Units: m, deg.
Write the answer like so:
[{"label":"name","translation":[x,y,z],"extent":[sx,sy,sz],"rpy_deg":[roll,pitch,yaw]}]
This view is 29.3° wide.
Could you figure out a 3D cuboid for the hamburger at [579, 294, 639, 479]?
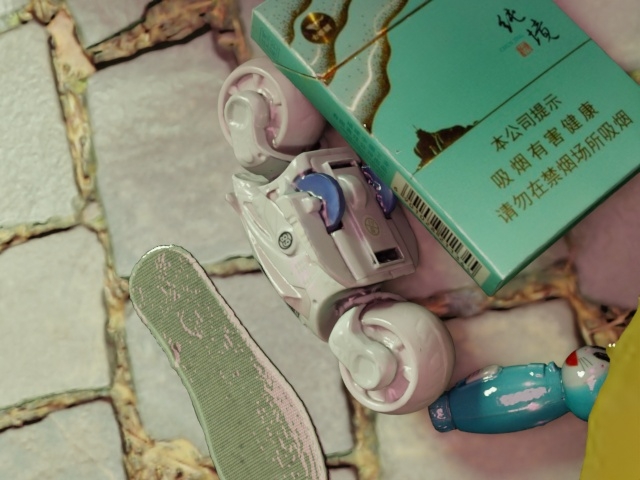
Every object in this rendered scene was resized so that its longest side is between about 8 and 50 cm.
[{"label":"hamburger","translation":[0.333,0.146,0.560],"extent":[0.396,0.278,0.395],"rpy_deg":[-8,80,54]}]

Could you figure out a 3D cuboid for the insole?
[{"label":"insole","translation":[-0.062,0.103,0.848],"extent":[0.080,0.003,0.232],"rpy_deg":[-33,79,11]}]

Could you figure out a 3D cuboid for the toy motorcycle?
[{"label":"toy motorcycle","translation":[0.000,0.000,0.800],"extent":[0.112,0.112,0.254],"rpy_deg":[-28,79,12]}]

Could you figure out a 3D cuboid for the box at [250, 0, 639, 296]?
[{"label":"box","translation":[0.089,-0.099,0.767],"extent":[0.162,0.041,0.229],"rpy_deg":[-37,77,-19]}]

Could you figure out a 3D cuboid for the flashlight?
[{"label":"flashlight","translation":[0.133,0.101,0.776],"extent":[0.129,0.051,0.051],"rpy_deg":[-16,83,17]}]
